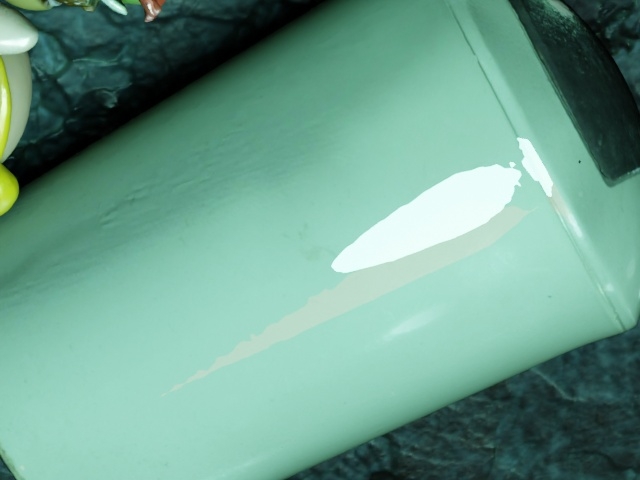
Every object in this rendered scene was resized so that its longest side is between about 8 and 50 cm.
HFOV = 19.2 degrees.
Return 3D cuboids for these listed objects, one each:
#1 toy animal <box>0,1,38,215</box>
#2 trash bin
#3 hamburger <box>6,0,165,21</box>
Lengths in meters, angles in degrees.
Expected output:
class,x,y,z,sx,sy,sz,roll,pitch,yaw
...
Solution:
class,x,y,z,sx,sy,sz,roll,pitch,yaw
toy animal,-0.242,-0.097,1.109,0.165,0.248,0.149,25,79,1
trash bin,0.000,0.000,1.203,0.432,0.280,0.280,-28,124,7
hamburger,-0.147,-0.209,1.109,0.137,0.175,0.175,-7,123,6
